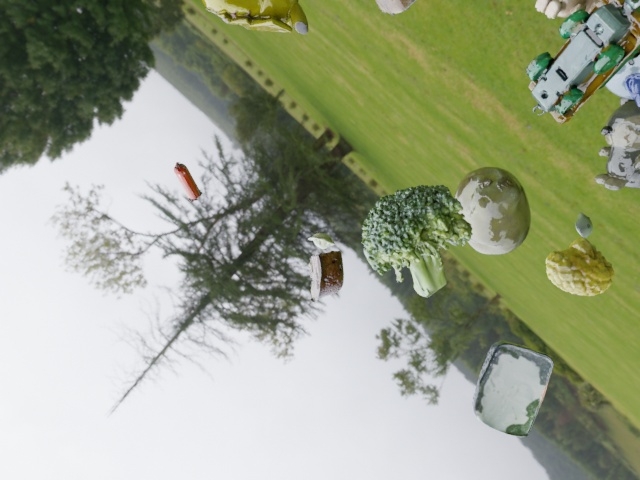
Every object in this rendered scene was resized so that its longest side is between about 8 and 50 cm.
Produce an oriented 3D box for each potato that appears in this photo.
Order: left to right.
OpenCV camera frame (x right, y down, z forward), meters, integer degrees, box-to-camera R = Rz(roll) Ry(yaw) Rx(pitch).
[{"bbox_3d":[0.567,-0.103,1.708,0.243,0.221,0.326,47,170,53],"label":"potato"}]

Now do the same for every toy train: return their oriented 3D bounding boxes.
[{"bbox_3d":[0.760,-0.513,1.436,0.178,0.249,0.429,59,154,19],"label":"toy train"}]

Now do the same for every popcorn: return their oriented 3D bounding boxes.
[{"bbox_3d":[0.935,0.093,1.850,0.226,0.203,0.200,23,-169,36],"label":"popcorn"}]

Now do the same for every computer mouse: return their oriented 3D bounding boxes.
[{"bbox_3d":[0.797,-0.052,1.539,0.056,0.032,0.110,50,-136,-5],"label":"computer mouse"}]

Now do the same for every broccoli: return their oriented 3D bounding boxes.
[{"bbox_3d":[0.267,-0.025,1.396,0.317,0.277,0.338,56,-163,-38],"label":"broccoli"}]

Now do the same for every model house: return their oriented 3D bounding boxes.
[{"bbox_3d":[0.607,0.445,1.662,0.190,0.271,0.301,17,-175,16],"label":"model house"}]

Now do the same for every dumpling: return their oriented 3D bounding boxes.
[{"bbox_3d":[0.001,-0.001,1.427,0.077,0.043,0.059,37,-169,29],"label":"dumpling"}]

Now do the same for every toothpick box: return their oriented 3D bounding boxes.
[{"bbox_3d":[1.027,-0.592,1.603,0.263,0.355,0.263,22,161,8],"label":"toothpick box"}]

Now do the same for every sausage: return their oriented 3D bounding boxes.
[{"bbox_3d":[-0.394,-0.176,1.499,0.048,0.050,0.145,45,164,33],"label":"sausage"}]

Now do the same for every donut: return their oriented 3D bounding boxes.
[{"bbox_3d":[0.023,0.129,1.843,0.144,0.126,0.187,-171,70,-72],"label":"donut"}]

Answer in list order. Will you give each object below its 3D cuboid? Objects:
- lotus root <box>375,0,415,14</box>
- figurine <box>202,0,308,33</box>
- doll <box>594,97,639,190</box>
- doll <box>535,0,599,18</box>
[{"bbox_3d":[0.260,-0.930,1.730,0.272,0.272,0.192,44,-170,39],"label":"lotus root"},{"bbox_3d":[-0.178,-0.676,1.437,0.326,0.169,0.218,0,-150,-25],"label":"figurine"},{"bbox_3d":[1.218,-0.368,1.906,0.378,0.382,0.252,3,-165,-22],"label":"doll"},{"bbox_3d":[0.788,-0.732,1.586,0.119,0.278,0.154,103,152,-45],"label":"doll"}]
